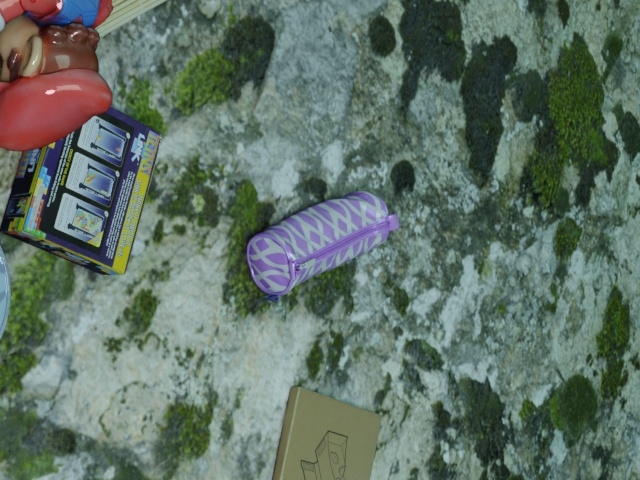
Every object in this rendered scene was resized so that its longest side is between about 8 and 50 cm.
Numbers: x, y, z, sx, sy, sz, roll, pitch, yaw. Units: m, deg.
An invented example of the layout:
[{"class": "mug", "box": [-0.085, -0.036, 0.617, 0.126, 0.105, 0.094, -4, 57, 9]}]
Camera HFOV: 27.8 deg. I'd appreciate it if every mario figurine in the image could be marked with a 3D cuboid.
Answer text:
[{"class": "mario figurine", "box": [-0.291, -0.249, 1.291, 0.198, 0.170, 0.320, 11, 90, -33]}]

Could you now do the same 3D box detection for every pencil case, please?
[{"class": "pencil case", "box": [0.000, 0.000, 1.620, 0.206, 0.088, 0.086, -28, 110, -43]}]

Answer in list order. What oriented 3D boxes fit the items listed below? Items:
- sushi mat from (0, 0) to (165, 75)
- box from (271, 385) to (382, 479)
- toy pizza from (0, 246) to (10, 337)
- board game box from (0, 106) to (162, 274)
[{"class": "sushi mat", "box": [-0.270, -0.292, 1.415, 0.316, 0.019, 0.151, -40, 116, -39]}, {"class": "box", "box": [0.004, 0.303, 1.654, 0.164, 0.021, 0.201, 25, 70, -42]}, {"class": "toy pizza", "box": [-0.396, 0.051, 1.262, 0.201, 0.032, 0.201, 2, 86, -44]}, {"class": "board game box", "box": [-0.255, -0.064, 1.397, 0.141, 0.048, 0.170, 29, 68, -42]}]
